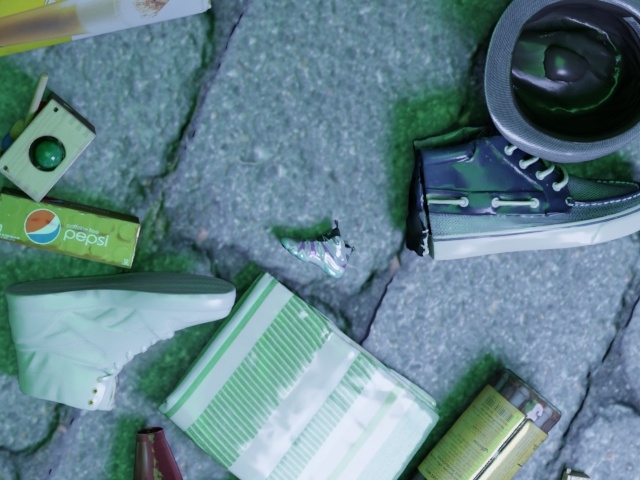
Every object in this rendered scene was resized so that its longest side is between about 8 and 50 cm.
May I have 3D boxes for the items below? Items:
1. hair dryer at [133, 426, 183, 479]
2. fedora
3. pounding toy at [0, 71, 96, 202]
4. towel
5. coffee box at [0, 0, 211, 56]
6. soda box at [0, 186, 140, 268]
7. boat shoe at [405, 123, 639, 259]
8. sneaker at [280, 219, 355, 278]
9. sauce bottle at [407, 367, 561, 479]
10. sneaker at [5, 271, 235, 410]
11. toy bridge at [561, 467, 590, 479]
[{"bbox_3d":[-0.150,0.358,2.049,0.293,0.080,0.223,44,74,-19],"label":"hair dryer"},{"bbox_3d":[0.315,-0.228,1.981,0.275,0.124,0.243,-1,103,-18],"label":"fedora"},{"bbox_3d":[-0.344,-0.131,1.876,0.100,0.141,0.130,41,91,-14],"label":"pounding toy"},{"bbox_3d":[-0.023,0.229,2.036,0.325,0.038,0.248,39,83,-15],"label":"towel"},{"bbox_3d":[-0.315,-0.432,1.675,0.334,0.337,0.338,-13,77,-7],"label":"coffee box"},{"bbox_3d":[-0.324,-0.017,1.943,0.181,0.058,0.061,13,98,-12],"label":"soda box"},{"bbox_3d":[0.276,-0.077,1.998,0.340,0.127,0.158,-9,109,-7],"label":"boat shoe"},{"bbox_3d":[0.000,0.000,2.016,0.098,0.038,0.069,28,93,-23],"label":"sneaker"},{"bbox_3d":[0.179,0.331,2.068,0.111,0.111,0.344,42,91,-14],"label":"sauce bottle"},{"bbox_3d":[-0.251,0.133,1.966,0.292,0.108,0.169,-3,102,1],"label":"sneaker"},{"bbox_3d":[0.332,0.411,2.151,0.063,0.026,0.188,9,98,-10],"label":"toy bridge"}]
